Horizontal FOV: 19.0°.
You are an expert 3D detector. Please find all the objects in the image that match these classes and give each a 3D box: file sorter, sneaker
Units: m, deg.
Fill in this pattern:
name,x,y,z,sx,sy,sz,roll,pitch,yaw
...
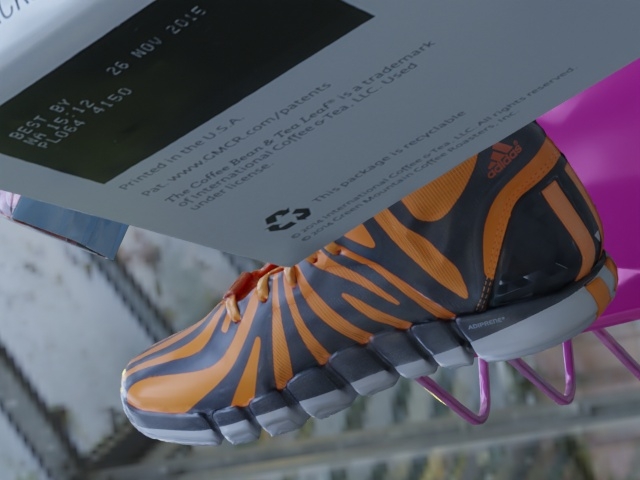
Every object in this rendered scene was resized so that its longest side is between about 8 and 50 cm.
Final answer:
name,x,y,z,sx,sy,sz,roll,pitch,yaw
file sorter,0.200,-0.006,1.329,0.182,0.291,0.202,38,-137,-53
sneaker,0.000,0.000,1.132,0.180,0.321,0.124,63,-161,-21

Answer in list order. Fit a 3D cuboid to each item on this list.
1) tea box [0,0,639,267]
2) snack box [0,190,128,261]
name,x,y,z,sx,sy,sz,roll,pitch,yaw
tea box,0.007,-0.215,0.632,0.220,0.329,0.323,16,-129,-53
snack box,-0.145,-0.100,0.959,0.070,0.207,0.174,26,-94,-39
